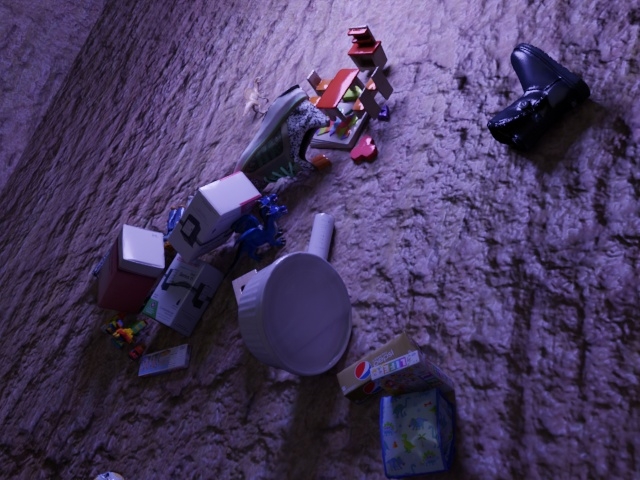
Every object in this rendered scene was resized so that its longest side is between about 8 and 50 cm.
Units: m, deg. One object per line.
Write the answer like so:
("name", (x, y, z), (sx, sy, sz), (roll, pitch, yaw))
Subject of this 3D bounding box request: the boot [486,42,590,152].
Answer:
("boot", (0.463, -0.331, 1.504), (0.207, 0.094, 0.246), (-40, 50, 4))

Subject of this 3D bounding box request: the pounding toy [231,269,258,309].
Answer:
("pounding toy", (-0.172, 0.158, 1.663), (0.100, 0.130, 0.141), (-28, 46, 4))

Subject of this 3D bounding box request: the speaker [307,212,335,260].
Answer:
("speaker", (0.000, 0.000, 1.675), (0.055, 0.055, 0.136), (-10, 55, 34))

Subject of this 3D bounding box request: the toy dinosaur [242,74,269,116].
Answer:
("toy dinosaur", (-0.224, -0.458, 2.156), (0.053, 0.092, 0.183), (-3, 59, 38))

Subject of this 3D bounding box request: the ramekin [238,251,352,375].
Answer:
("ramekin", (-0.064, 0.169, 1.467), (0.127, 0.272, 0.273), (-14, 52, 46))

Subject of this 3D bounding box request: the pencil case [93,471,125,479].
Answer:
("pencil case", (-0.472, 0.674, 1.534), (0.273, 0.113, 0.124), (36, 108, 46))

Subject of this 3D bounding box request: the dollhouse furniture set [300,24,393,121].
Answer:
("dollhouse furniture set", (0.076, -0.473, 1.859), (0.262, 0.135, 0.259), (12, 64, 43))

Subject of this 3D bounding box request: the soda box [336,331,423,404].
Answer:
("soda box", (0.128, 0.271, 1.372), (0.181, 0.061, 0.058), (-35, 44, 14))

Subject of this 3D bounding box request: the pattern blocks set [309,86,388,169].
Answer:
("pattern blocks set", (0.055, -0.333, 1.890), (0.324, 0.026, 0.286), (-1, 60, 39))

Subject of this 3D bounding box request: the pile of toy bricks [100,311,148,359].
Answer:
("pile of toy bricks", (-0.558, 0.269, 1.917), (0.105, 0.118, 0.212), (-42, 21, -24))

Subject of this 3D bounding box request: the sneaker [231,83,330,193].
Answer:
("sneaker", (-0.113, -0.228, 1.848), (0.182, 0.158, 0.410), (36, 111, 12))

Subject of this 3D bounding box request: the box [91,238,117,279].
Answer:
("box", (-0.663, 0.073, 2.172), (0.184, 0.045, 0.191), (28, 79, 44))

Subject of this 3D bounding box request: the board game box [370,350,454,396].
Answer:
("board game box", (0.179, 0.270, 1.263), (0.103, 0.154, 0.026), (-27, 47, 22))

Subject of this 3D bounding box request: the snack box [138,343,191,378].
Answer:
("snack box", (-0.435, 0.337, 1.813), (0.178, 0.022, 0.064), (-18, 52, 29))

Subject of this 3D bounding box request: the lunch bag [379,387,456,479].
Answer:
("lunch bag", (0.184, 0.371, 1.231), (0.128, 0.096, 0.151), (-19, 41, 27))

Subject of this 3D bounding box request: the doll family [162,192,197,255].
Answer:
("doll family", (-0.425, -0.045, 2.006), (0.262, 0.118, 0.163), (-23, 49, 25))

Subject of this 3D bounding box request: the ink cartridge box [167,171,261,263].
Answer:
("ink cartridge box", (-0.297, -0.063, 1.803), (0.100, 0.172, 0.237), (49, 131, 8))

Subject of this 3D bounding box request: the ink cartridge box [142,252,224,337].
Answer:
("ink cartridge box", (-0.392, 0.151, 1.863), (0.153, 0.087, 0.209), (14, 70, 43))

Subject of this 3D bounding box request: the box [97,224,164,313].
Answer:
("box", (-0.577, 0.090, 1.970), (0.232, 0.126, 0.149), (-53, 36, 33))

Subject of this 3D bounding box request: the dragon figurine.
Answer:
("dragon figurine", (-0.193, -0.014, 1.776), (0.289, 0.144, 0.085), (-32, 45, 17))
